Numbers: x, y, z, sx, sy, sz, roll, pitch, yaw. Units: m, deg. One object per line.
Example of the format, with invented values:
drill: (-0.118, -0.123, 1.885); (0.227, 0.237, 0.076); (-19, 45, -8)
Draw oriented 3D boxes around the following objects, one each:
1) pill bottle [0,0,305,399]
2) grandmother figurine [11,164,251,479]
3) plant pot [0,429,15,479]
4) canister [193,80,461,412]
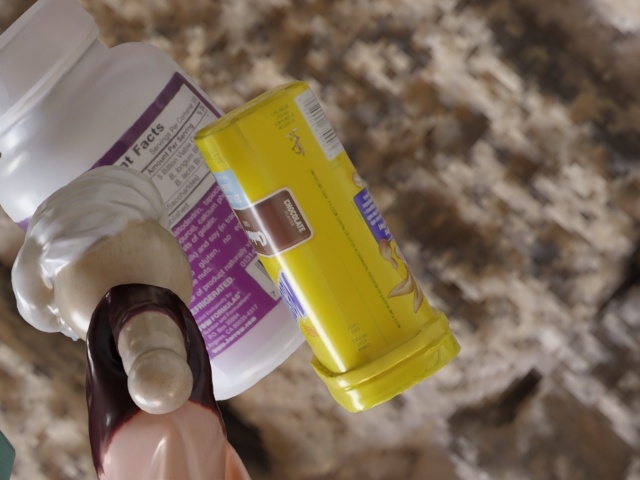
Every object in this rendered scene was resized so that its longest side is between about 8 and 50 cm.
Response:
pill bottle: (-0.131, -0.038, 1.424); (0.301, 0.169, 0.169); (46, -166, -13)
grandmother figurine: (-0.069, 0.104, 0.902); (0.104, 0.208, 0.342); (-4, -131, -21)
plant pot: (-0.323, 0.142, 1.209); (0.234, 0.165, 0.165); (34, -128, -34)
canister: (0.000, 0.000, 1.064); (0.170, 0.073, 0.126); (61, 175, -6)
